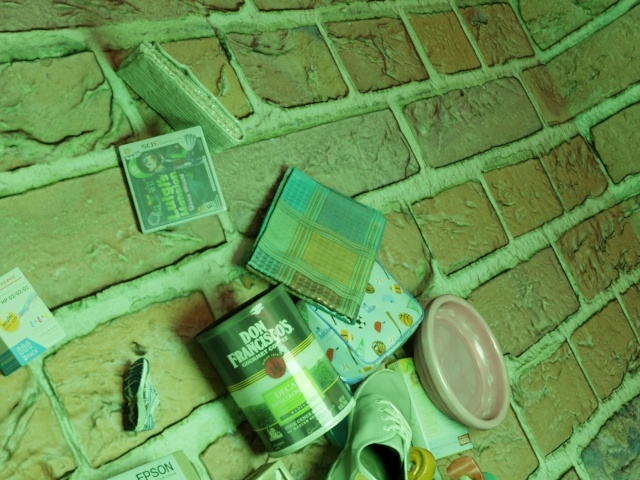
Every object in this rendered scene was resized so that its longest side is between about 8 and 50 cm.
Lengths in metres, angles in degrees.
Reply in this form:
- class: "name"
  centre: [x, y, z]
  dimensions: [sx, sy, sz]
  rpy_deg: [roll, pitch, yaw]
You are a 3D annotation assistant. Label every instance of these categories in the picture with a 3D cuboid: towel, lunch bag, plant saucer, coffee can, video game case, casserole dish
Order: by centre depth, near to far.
- class: "coffee can"
  centre: [-0.086, 0.248, 1.815]
  dimensions: [0.275, 0.201, 0.201]
  rpy_deg: [58, 40, -2]
- class: "video game case"
  centre: [-0.297, -0.124, 1.886]
  dimensions: [0.173, 0.022, 0.191]
  rpy_deg: [-16, 76, -10]
- class: "towel"
  centre: [-0.291, -0.290, 1.946]
  dimensions: [0.282, 0.187, 0.049]
  rpy_deg: [45, 66, -17]
- class: "casserole dish"
  centre: [0.032, 0.361, 1.994]
  dimensions: [0.114, 0.037, 0.188]
  rpy_deg: [-27, 86, -49]
- class: "towel"
  centre: [0.000, 0.000, 2.082]
  dimensions: [0.271, 0.040, 0.370]
  rpy_deg: [28, 39, -6]
- class: "lunch bag"
  centre: [0.078, 0.161, 2.086]
  dimensions: [0.243, 0.115, 0.303]
  rpy_deg: [44, 39, 9]
- class: "plant saucer"
  centre: [0.327, 0.293, 2.230]
  dimensions: [0.332, 0.084, 0.332]
  rpy_deg: [32, 45, -38]

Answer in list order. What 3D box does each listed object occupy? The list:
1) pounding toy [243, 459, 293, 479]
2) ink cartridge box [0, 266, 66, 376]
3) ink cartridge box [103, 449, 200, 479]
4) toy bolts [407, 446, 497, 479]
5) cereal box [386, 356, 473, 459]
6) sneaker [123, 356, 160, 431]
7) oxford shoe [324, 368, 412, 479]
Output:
- class: "pounding toy"
  centre: [-0.092, 0.493, 1.761]
  dimensions: [0.141, 0.100, 0.130]
  rpy_deg: [-34, 92, -39]
- class: "ink cartridge box"
  centre: [-0.522, 0.118, 1.557]
  dimensions: [0.181, 0.061, 0.104]
  rpy_deg: [55, 40, -5]
- class: "ink cartridge box"
  centre: [-0.283, 0.471, 1.534]
  dimensions: [0.234, 0.088, 0.193]
  rpy_deg: [-13, 61, -48]
- class: "toy bolts"
  centre: [0.281, 0.546, 2.013]
  dimensions: [0.158, 0.228, 0.218]
  rpy_deg: [41, 29, -37]
- class: "cereal box"
  centre: [0.257, 0.389, 2.196]
  dimensions: [0.173, 0.047, 0.240]
  rpy_deg: [1, 67, -48]
- class: "sneaker"
  centre: [-0.318, 0.279, 1.687]
  dimensions: [0.058, 0.052, 0.135]
  rpy_deg: [25, 58, -46]
- class: "oxford shoe"
  centre: [0.128, 0.399, 1.887]
  dimensions: [0.169, 0.130, 0.449]
  rpy_deg: [45, 28, -6]
